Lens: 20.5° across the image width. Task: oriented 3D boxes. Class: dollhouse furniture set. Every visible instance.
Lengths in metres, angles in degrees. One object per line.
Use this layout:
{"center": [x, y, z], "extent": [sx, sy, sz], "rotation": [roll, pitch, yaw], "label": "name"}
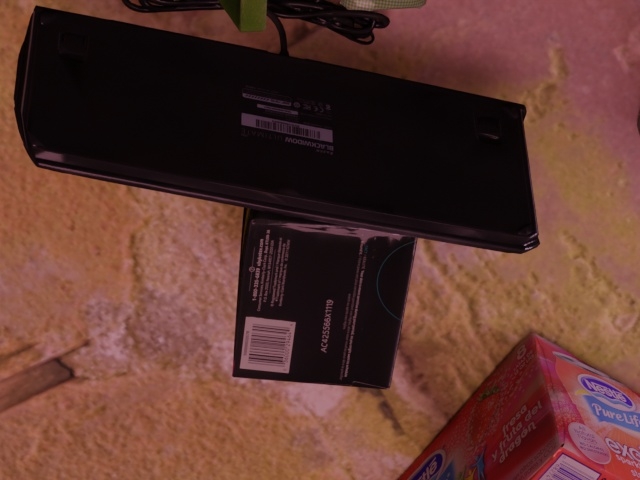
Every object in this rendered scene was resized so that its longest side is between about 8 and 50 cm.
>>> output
{"center": [0.014, -0.164, 1.073], "extent": [0.152, 0.058, 0.076], "rotation": [-7, 122, -21], "label": "dollhouse furniture set"}

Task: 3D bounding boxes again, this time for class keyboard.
{"center": [-0.024, -0.088, 1.074], "extent": [0.317, 0.201, 0.033], "rotation": [11, 139, -14], "label": "keyboard"}

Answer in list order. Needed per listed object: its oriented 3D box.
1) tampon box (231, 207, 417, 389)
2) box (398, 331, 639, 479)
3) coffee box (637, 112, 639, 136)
{"center": [0.000, 0.000, 1.136], "extent": [0.101, 0.161, 0.120], "rotation": [5, 120, -4], "label": "tampon box"}
{"center": [0.131, 0.238, 1.294], "extent": [0.154, 0.142, 0.300], "rotation": [29, 116, -18], "label": "box"}
{"center": [0.311, -0.154, 1.064], "extent": [0.168, 0.119, 0.297], "rotation": [4, 127, -4], "label": "coffee box"}
